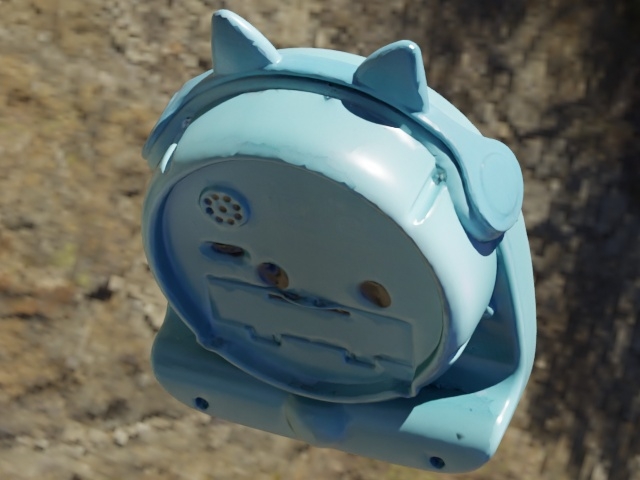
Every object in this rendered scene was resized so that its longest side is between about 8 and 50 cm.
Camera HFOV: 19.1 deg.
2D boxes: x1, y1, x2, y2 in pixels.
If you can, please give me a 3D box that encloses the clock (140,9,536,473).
[{"bbox_3d":[0.000,0.000,1.046,0.274,0.223,0.094,81,28,-43],"label":"clock"}]
